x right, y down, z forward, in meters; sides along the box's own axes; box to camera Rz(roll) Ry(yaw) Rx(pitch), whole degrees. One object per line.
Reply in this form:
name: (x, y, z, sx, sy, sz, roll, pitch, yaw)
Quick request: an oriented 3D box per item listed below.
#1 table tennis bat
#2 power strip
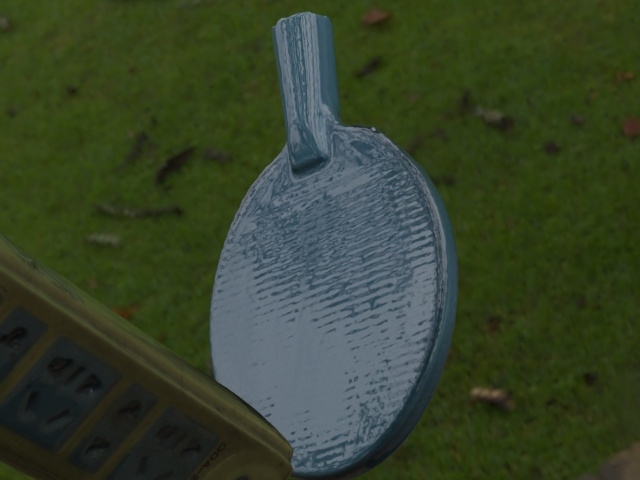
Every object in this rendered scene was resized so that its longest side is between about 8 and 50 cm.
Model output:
table tennis bat: (0.000, 0.000, 1.011, 0.215, 0.044, 0.329, -22, 64, 40)
power strip: (-0.118, 0.083, 0.765, 0.092, 0.387, 0.066, -50, 51, -2)
